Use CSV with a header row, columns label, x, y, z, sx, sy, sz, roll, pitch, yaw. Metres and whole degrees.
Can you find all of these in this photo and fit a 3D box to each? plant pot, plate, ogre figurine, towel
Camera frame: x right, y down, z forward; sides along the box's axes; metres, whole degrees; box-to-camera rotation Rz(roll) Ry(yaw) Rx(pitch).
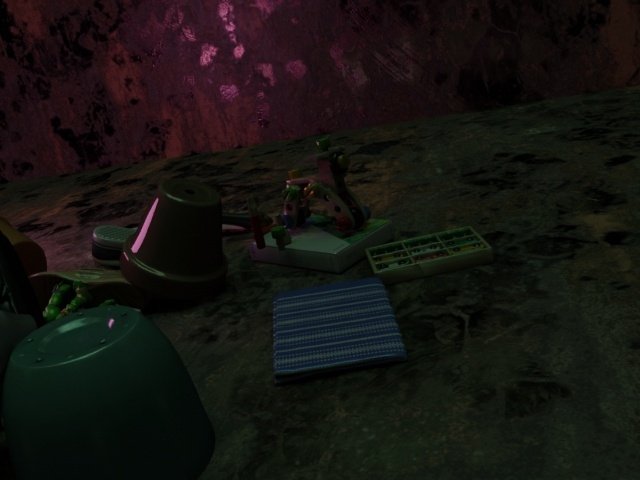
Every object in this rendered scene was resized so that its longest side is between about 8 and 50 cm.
label,x,y,z,sx,sy,sz,roll,pitch,yaw
plant pot,-0.330,0.239,0.982,0.293,0.235,0.293,-11,19,4
plate,-0.519,0.246,1.016,0.045,0.278,0.277,24,-13,-9
ogre figurine,-0.552,0.171,1.517,0.097,0.197,0.118,-53,1,43
plant pot,-0.337,-0.021,1.596,0.263,0.229,0.263,14,24,-6
plant pot,-0.883,0.071,1.765,0.204,0.290,0.291,13,27,18
towel,0.026,0.168,1.292,0.243,0.040,0.336,-10,21,1

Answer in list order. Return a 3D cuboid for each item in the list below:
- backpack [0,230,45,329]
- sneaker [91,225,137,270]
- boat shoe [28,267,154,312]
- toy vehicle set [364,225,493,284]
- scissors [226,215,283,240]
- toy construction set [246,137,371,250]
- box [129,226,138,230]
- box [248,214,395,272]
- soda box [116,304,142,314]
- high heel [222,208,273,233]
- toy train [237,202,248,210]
label,x,y,z,sx,sy,sz,roll,pitch,yaw
backpack,-0.742,0.173,1.299,0.356,0.273,0.290,-28,65,-12
sneaker,-0.457,0.051,1.791,0.321,0.127,0.126,11,24,-8
boat shoe,-0.569,0.128,1.639,0.341,0.121,0.110,4,18,14
toy vehicle set,0.245,0.033,1.524,0.267,0.035,0.166,-12,19,-1
scissors,-0.179,-0.008,1.789,0.109,0.021,0.297,-45,-11,36
toy construction set,-0.043,-0.131,1.685,0.309,0.237,0.257,-21,21,-23
box,-0.517,0.016,1.927,0.102,0.101,0.087,-15,20,-9
box,0.000,0.000,1.732,0.322,0.058,0.232,7,27,42
soda box,-0.476,0.235,1.289,0.091,0.098,0.286,3,24,41
high heel,-0.273,-0.056,2.072,0.186,0.093,0.261,4,-2,-27
toy train,-0.262,-0.098,2.218,0.036,0.027,0.158,-14,17,28
